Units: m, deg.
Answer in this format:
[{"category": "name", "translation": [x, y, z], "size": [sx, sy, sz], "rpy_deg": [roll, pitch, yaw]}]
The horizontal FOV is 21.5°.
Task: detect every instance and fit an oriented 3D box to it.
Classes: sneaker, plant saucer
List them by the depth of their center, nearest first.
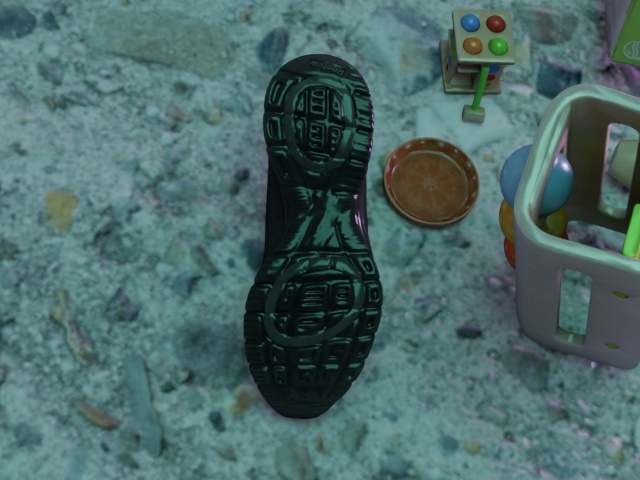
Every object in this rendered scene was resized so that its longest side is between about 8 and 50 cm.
[{"category": "sneaker", "translation": [0.000, 0.000, 1.355], "size": [0.109, 0.130, 0.286], "rpy_deg": [6, 87, 1]}, {"category": "plant saucer", "translation": [0.094, -0.049, 1.440], "size": [0.084, 0.013, 0.083], "rpy_deg": [4, 65, -8]}]

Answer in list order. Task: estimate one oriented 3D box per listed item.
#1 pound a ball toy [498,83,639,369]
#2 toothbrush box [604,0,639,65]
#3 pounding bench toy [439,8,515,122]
[{"category": "pound a ball toy", "translation": [0.218, -0.035, 1.315], "size": [0.136, 0.319, 0.208], "rpy_deg": [17, 76, 12]}, {"category": "toothbrush box", "translation": [0.402, -0.243, 1.492], "size": [0.283, 0.122, 0.206], "rpy_deg": [11, 48, -5]}, {"category": "pounding bench toy", "translation": [0.138, -0.152, 1.465], "size": [0.052, 0.065, 0.083], "rpy_deg": [0, 66, -9]}]
